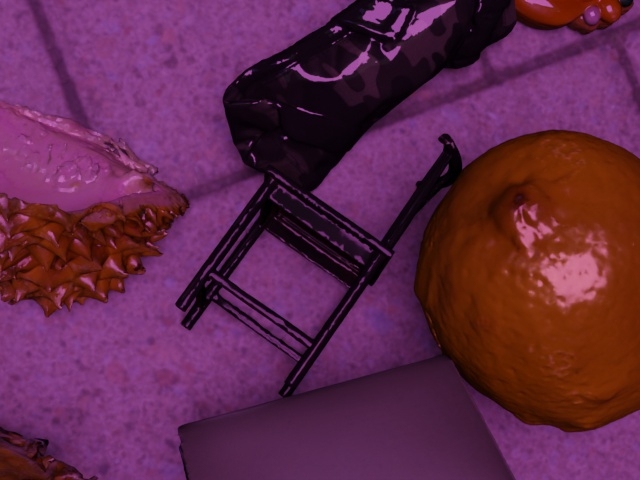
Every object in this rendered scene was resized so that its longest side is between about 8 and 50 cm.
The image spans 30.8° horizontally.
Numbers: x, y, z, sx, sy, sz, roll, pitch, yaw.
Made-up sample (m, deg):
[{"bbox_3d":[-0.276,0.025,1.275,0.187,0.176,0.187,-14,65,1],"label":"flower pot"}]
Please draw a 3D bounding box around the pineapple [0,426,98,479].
[{"bbox_3d":[-0.367,0.269,0.900,0.353,0.352,0.300,13,87,-7],"label":"pineapple"}]

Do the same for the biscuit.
[{"bbox_3d":[0.250,-0.283,1.160,0.170,0.050,0.170,0,88,-7],"label":"biscuit"}]

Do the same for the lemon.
[{"bbox_3d":[0.213,0.035,1.028,0.284,0.261,0.260,15,84,-45],"label":"lemon"}]

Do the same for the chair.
[{"bbox_3d":[0.000,0.000,1.053,0.141,0.154,0.260,35,78,3],"label":"chair"}]

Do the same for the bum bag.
[{"bbox_3d":[0.060,-0.180,1.101,0.340,0.095,0.144,-39,132,-4],"label":"bum bag"}]

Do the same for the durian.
[{"bbox_3d":[-0.280,-0.043,1.007,0.305,0.195,0.185,31,90,-7],"label":"durian"}]

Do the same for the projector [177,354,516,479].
[{"bbox_3d":[0.029,0.271,0.976,0.249,0.248,0.248,-14,128,-8],"label":"projector"}]
